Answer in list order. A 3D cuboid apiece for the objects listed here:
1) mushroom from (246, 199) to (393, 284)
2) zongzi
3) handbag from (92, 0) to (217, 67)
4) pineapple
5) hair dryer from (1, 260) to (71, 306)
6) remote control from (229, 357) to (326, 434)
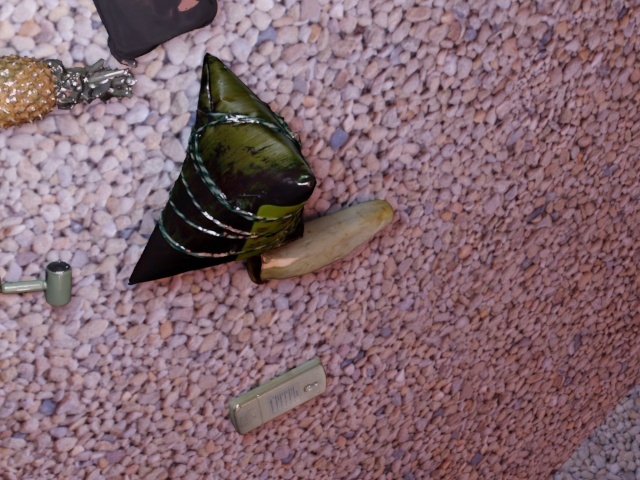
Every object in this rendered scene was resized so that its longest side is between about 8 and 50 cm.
[{"bbox_3d":[0.000,0.003,2.077,0.333,0.087,0.107,-19,128,-27],"label":"mushroom"},{"bbox_3d":[-0.188,-0.061,1.811,0.362,0.319,0.383,-27,149,-19],"label":"zongzi"},{"bbox_3d":[-0.277,-0.433,1.581,0.192,0.075,0.332,-28,134,-15],"label":"handbag"},{"bbox_3d":[-0.407,-0.235,1.604,0.251,0.125,0.125,-10,125,-36],"label":"pineapple"},{"bbox_3d":[-0.511,0.079,1.805,0.150,0.047,0.071,-4,120,-21],"label":"hair dryer"},{"bbox_3d":[-0.092,0.344,2.280,0.234,0.038,0.098,-24,132,-21],"label":"remote control"}]
